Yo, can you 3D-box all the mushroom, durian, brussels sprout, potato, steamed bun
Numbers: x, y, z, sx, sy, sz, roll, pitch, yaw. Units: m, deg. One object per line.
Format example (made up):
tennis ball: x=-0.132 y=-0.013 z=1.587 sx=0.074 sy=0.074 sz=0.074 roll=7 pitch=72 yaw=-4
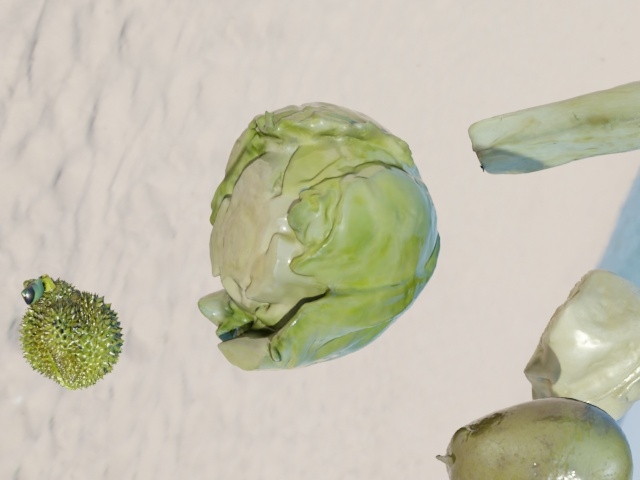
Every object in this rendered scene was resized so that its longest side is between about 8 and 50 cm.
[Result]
mushroom: x=0.344 y=-0.142 z=1.328 sx=0.100 sy=0.312 sz=0.081 roll=50 pitch=34 yaw=-50
durian: x=-0.415 y=0.152 z=1.779 sx=0.146 sy=0.198 sz=0.159 roll=-28 pitch=157 yaw=-52
brussels sprout: x=0.019 y=0.004 z=1.702 sx=0.361 sy=0.342 sz=0.425 roll=9 pitch=100 yaw=-33
potato: x=0.276 y=0.295 z=1.402 sx=0.159 sy=0.251 sz=0.174 roll=77 pitch=15 yaw=-53
steamed bun: x=0.477 y=0.201 z=1.819 sx=0.276 sy=0.203 sz=0.289 roll=-41 pitch=156 yaw=-42
